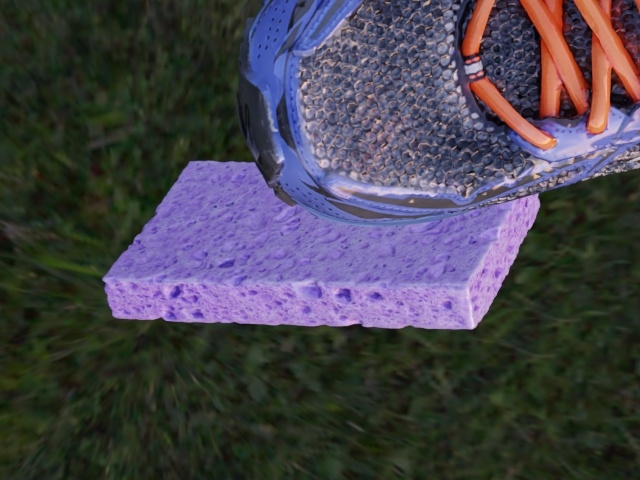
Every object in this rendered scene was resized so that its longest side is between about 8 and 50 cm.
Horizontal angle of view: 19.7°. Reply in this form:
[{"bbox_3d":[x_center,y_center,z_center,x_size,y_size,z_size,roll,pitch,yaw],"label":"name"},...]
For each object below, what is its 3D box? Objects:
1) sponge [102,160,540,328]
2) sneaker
[{"bbox_3d":[0.000,0.000,0.962,0.210,0.117,0.031,1,124,26],"label":"sponge"},{"bbox_3d":[0.086,-0.057,0.402,0.221,0.087,0.083,-19,102,-16],"label":"sneaker"}]
